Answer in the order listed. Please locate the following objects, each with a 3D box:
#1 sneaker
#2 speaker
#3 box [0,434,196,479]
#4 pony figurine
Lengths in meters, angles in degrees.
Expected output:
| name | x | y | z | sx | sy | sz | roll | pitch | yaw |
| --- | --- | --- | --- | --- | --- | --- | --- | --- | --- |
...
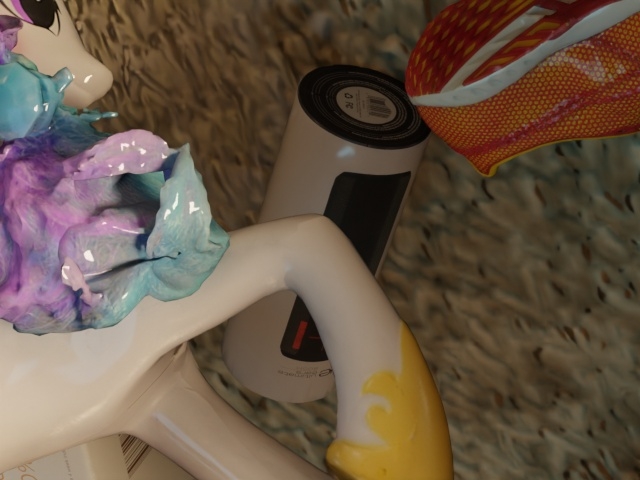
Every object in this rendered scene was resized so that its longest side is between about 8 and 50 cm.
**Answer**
| name | x | y | z | sx | sy | sz | roll | pitch | yaw |
| --- | --- | --- | --- | --- | --- | --- | --- | --- | --- |
| sneaker | 0.114 | -0.073 | 0.568 | 0.175 | 0.064 | 0.067 | -17 | 138 | 32 |
| speaker | 0.000 | 0.000 | 0.662 | 0.055 | 0.055 | 0.136 | 26 | 127 | 9 |
| box | -0.157 | 0.073 | 0.758 | 0.170 | 0.091 | 0.130 | 5 | 122 | 22 |
| pony figurine | -0.142 | 0.057 | 0.560 | 0.363 | 0.351 | 0.303 | 53 | 167 | 16 |
